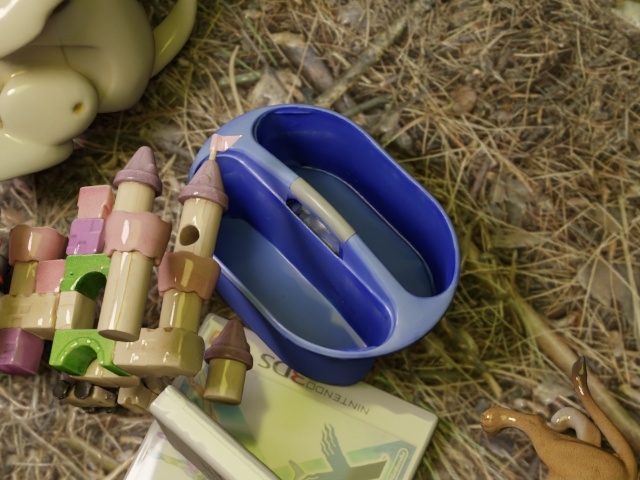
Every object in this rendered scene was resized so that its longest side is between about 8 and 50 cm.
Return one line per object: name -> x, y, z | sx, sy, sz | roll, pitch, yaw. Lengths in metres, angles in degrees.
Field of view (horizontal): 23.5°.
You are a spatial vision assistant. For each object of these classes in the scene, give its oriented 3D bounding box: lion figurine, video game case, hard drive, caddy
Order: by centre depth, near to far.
hard drive -> -0.046, 0.284, 1.625 | 0.307, 0.203, 0.040 | 39, 77, 13
lion figurine -> 0.223, 0.309, 1.633 | 0.392, 0.142, 0.240 | -50, 36, -7
caddy -> 0.000, 0.000, 1.748 | 0.241, 0.179, 0.341 | -39, 72, -19
video game case -> -0.066, 0.286, 1.751 | 0.300, 0.036, 0.329 | 24, 75, 9

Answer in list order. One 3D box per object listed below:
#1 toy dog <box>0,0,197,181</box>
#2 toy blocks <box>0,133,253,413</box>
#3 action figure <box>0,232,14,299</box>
toy dog -> -0.307, -0.310, 1.725 | 0.395, 0.408, 0.284 | -7, 43, -18
toy blocks -> -0.218, 0.021, 1.662 | 0.288, 0.309, 0.260 | -3, 67, 28
action figure -> -0.490, 0.051, 1.768 | 0.330, 0.178, 0.341 | 33, 70, 24
